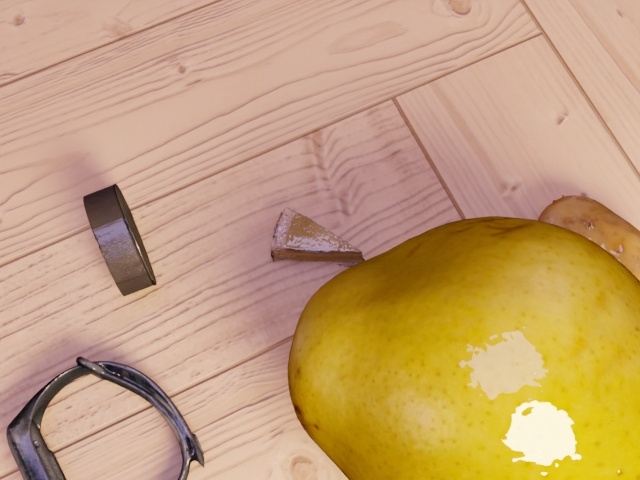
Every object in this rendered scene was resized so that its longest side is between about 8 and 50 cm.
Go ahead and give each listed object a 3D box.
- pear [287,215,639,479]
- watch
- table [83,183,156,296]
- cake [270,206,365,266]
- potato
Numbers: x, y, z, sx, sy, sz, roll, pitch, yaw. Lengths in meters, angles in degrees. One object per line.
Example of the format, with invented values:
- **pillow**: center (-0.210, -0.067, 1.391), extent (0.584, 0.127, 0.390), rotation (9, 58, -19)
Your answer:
- **pear**: center (0.180, 0.150, 0.873), extent (0.418, 0.362, 0.363), rotation (8, 70, 6)
- **watch**: center (-0.251, 0.236, 0.973), extent (0.193, 0.068, 0.206), rotation (-26, 77, -14)
- **table**: center (-0.244, 0.000, 1.019), extent (0.043, 0.133, 0.133), rotation (-22, 73, -8)
- **cake**: center (0.000, 0.000, 1.070), extent (0.121, 0.052, 0.065), rotation (8, 68, 1)
- **potato**: center (0.347, 0.019, 1.047), extent (0.118, 0.109, 0.178), rotation (-43, 71, 8)
